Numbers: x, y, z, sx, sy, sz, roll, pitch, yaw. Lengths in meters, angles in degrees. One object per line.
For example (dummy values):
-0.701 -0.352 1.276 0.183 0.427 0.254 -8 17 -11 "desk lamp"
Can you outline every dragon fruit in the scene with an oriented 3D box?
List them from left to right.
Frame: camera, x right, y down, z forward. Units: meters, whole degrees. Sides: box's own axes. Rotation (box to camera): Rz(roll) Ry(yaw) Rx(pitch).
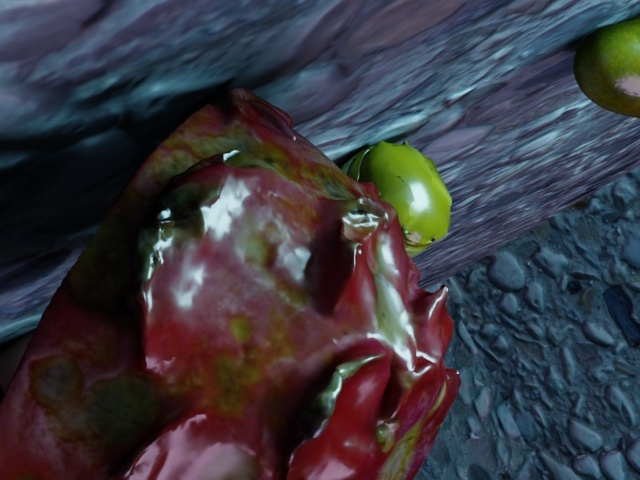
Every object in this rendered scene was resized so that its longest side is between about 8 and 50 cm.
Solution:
-0.050 0.110 0.655 0.386 0.249 0.371 -66 172 13 "dragon fruit"

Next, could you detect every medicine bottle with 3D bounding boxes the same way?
0.027 -0.010 1.012 0.124 0.124 0.239 -18 167 -45 "medicine bottle"

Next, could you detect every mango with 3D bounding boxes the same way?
0.391 -0.194 0.990 0.289 0.129 0.146 -18 173 -2 "mango"

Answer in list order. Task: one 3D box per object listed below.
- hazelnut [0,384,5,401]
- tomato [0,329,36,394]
-0.302 0.143 0.590 0.218 0.218 0.234 -26 154 -5 "hazelnut"
-0.248 0.196 1.046 0.255 0.224 0.256 -30 172 -5 "tomato"
